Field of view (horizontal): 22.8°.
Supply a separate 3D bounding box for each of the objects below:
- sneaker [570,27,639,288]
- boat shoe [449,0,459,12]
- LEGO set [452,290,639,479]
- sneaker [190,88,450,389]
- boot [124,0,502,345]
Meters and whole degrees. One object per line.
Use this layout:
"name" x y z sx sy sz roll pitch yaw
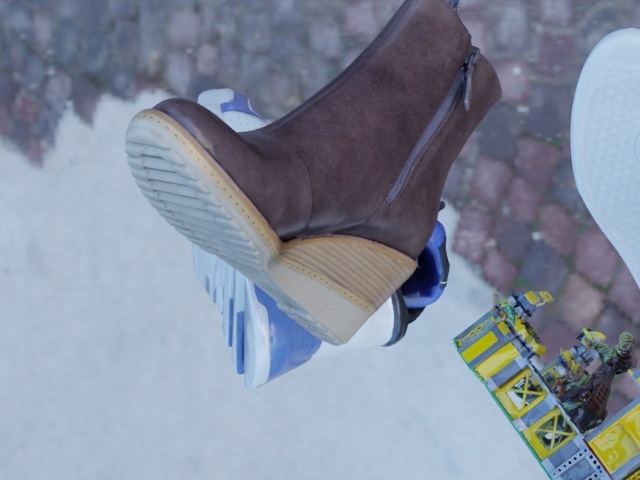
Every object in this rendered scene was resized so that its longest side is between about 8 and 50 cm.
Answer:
"sneaker" 0.258 -0.059 1.167 0.105 0.147 0.295 -13 127 23
"boat shoe" 0.142 -0.285 1.849 0.065 0.083 0.183 17 138 40
"LEGO set" 0.297 0.143 1.547 0.192 0.331 0.255 -39 54 9
"sneaker" 0.000 0.001 1.258 0.315 0.182 0.127 -113 25 -54
"boot" 0.004 -0.072 0.944 0.090 0.248 0.207 21 74 39
